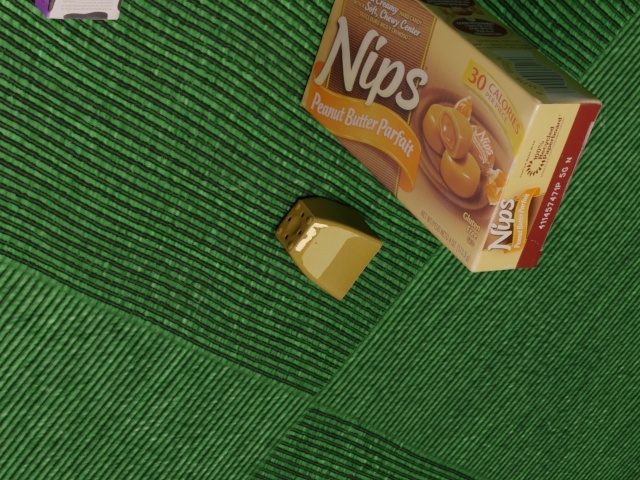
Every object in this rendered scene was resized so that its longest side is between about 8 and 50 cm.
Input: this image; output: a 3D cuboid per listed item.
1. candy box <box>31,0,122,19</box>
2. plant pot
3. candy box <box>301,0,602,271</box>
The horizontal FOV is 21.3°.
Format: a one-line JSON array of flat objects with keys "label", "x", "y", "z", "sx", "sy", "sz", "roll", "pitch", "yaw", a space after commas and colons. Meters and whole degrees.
[{"label": "candy box", "x": -0.205, "y": -0.301, "z": 1.355, "sx": 0.070, "sy": 0.165, "sz": 0.196, "roll": -6, "pitch": 127, "yaw": -37}, {"label": "plant pot", "x": 0.000, "y": 0.000, "z": 1.842, "sx": 0.083, "sy": 0.081, "sz": 0.081, "roll": 27, "pitch": 105, "yaw": -35}, {"label": "candy box", "x": 0.116, "y": -0.132, "z": 1.635, "sx": 0.088, "sy": 0.316, "sz": 0.183, "roll": -3, "pitch": 125, "yaw": -35}]
